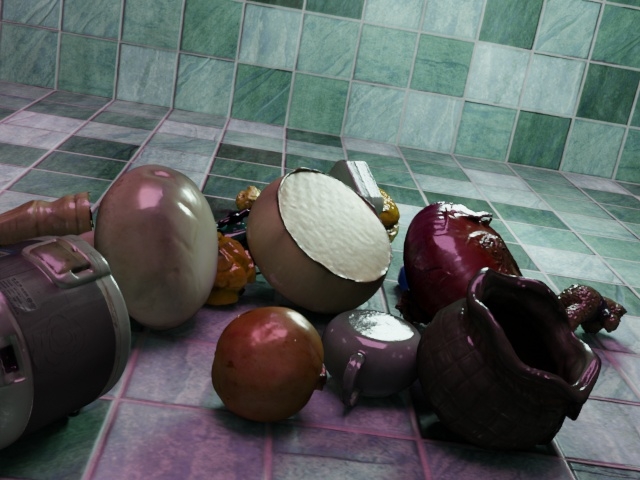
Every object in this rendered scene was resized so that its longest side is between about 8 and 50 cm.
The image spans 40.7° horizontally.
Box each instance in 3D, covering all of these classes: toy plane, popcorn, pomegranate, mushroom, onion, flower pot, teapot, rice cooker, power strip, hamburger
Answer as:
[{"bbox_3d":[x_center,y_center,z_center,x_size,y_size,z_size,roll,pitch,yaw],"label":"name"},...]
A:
[{"bbox_3d":[-0.223,0.011,1.975,0.381,0.155,0.106,-18,30,-23],"label":"toy plane"},{"bbox_3d":[-0.214,0.062,1.836,0.148,0.152,0.167,-20,55,3],"label":"popcorn"},{"bbox_3d":[-0.083,0.201,1.407,0.191,0.191,0.191,9,18,-3],"label":"pomegranate"},{"bbox_3d":[-0.331,0.035,1.631,0.315,0.315,0.356,24,58,36],"label":"mushroom"},{"bbox_3d":[0.288,0.092,1.866,0.347,0.285,0.348,42,27,-27],"label":"onion"},{"bbox_3d":[0.322,0.208,1.469,0.301,0.213,0.302,24,35,-19],"label":"flower pot"},{"bbox_3d":[0.094,0.211,1.575,0.193,0.129,0.294,16,21,16],"label":"teapot"},{"bbox_3d":[-0.440,0.137,1.249,0.288,0.288,0.277,19,22,25],"label":"rice cooker"},{"bbox_3d":[-0.197,-0.106,2.478,0.084,0.084,0.084,9,18,-3],"label":"popcorn"},{"bbox_3d":[0.091,-0.047,2.219,0.141,0.229,0.261,-1,55,-34],"label":"power strip"},{"bbox_3d":[0.143,-0.063,2.411,0.156,0.144,0.283,11,21,-21],"label":"hamburger"}]

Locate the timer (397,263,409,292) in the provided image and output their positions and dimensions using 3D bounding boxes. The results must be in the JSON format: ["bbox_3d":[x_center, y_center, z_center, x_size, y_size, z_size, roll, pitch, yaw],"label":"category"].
[{"bbox_3d":[0.322,0.111,2.075,0.253,0.078,0.178,8,19,-9],"label":"timer"}]

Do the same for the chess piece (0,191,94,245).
[{"bbox_3d":[-0.666,-0.035,1.952,0.300,0.137,0.137,-7,22,-15],"label":"chess piece"}]

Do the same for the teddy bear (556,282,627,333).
[{"bbox_3d":[0.598,0.162,1.986,0.251,0.129,0.182,-3,24,-34],"label":"teddy bear"}]

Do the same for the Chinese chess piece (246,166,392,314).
[{"bbox_3d":[0.000,0.000,1.908,0.338,0.140,0.338,26,40,-25],"label":"Chinese chess piece"}]
